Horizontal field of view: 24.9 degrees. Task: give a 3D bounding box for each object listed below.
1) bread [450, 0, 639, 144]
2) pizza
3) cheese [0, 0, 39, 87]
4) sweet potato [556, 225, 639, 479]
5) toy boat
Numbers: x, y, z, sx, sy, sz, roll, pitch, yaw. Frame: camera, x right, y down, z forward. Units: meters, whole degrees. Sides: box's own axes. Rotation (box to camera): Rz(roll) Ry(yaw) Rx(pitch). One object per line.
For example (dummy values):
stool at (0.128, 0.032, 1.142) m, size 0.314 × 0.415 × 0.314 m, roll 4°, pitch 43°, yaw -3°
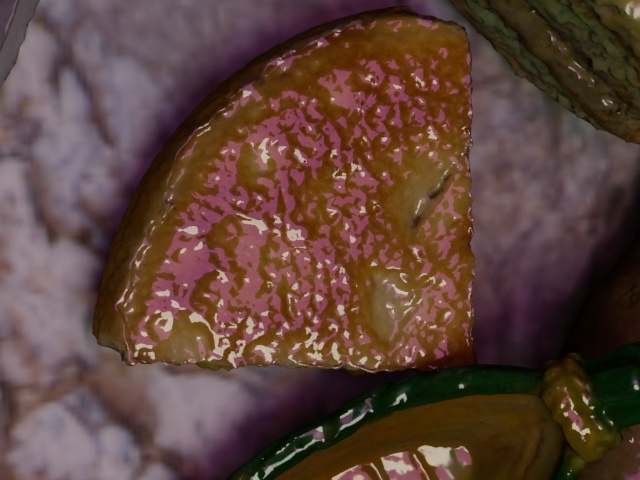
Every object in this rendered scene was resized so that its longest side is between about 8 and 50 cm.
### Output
bread at (0.103, -0.138, 0.527) m, size 0.196 × 0.102 × 0.138 m, roll 43°, pitch 81°, yaw -17°
pizza at (0.000, 0.000, 0.522) m, size 0.175 × 0.046 × 0.134 m, roll -35°, pitch 100°, yaw -15°
cheese at (-0.065, -0.162, 0.463) m, size 0.163 × 0.082 × 0.286 m, roll 27°, pitch 92°, yaw 22°
sweet potato at (0.140, 0.025, 0.556) m, size 0.075 × 0.075 × 0.269 m, roll 27°, pitch 78°, yaw -16°
toy boat at (0.016, 0.102, 0.497) m, size 0.229 × 0.088 × 0.089 m, roll -34°, pitch 94°, yaw -8°
